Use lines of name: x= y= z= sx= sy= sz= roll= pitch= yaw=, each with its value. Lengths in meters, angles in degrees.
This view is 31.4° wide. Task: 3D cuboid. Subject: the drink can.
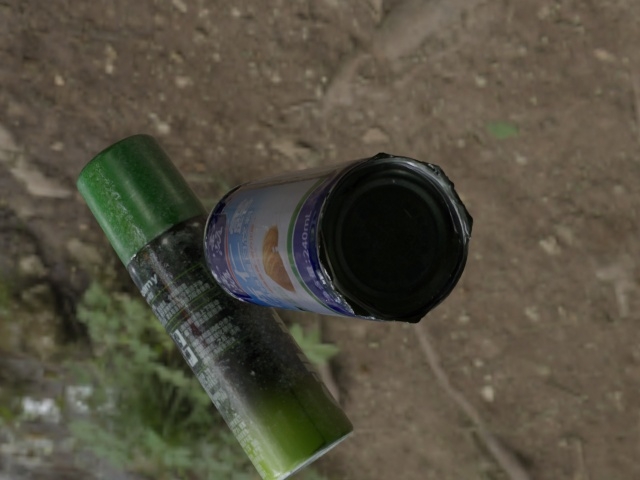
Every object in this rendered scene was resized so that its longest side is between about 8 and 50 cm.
drink can: x=0.000 y=0.000 z=0.725 sx=0.097 sy=0.097 sz=0.235 roll=13 pitch=175 yaw=-22

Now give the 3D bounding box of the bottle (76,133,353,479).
bottle: x=-0.099 y=0.058 z=1.021 sx=0.093 sy=0.330 sz=0.093 roll=-34 pitch=170 yaw=-7
